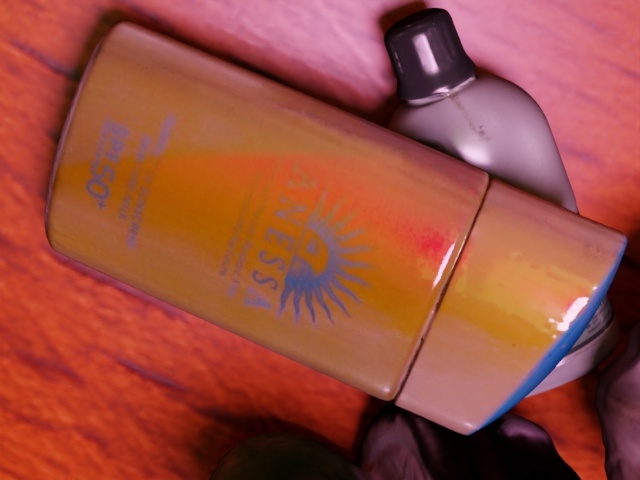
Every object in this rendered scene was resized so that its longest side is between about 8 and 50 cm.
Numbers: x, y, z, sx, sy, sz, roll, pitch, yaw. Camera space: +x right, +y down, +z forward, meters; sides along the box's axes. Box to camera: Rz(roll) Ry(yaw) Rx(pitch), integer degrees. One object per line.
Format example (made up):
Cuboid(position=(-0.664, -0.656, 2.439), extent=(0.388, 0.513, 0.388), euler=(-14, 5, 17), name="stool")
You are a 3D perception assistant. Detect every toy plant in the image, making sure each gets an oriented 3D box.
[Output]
Cuboid(position=(0.035, 0.179, 0.595), extent=(0.235, 0.218, 0.175), euler=(5, 99, -16), name="toy plant")

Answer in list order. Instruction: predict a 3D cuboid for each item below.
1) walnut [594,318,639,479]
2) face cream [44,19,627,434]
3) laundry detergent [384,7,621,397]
Cuboid(position=(0.259, 0.103, 0.584), extent=(0.224, 0.224, 0.224), euler=(-1, 110, -4), name="walnut")
Cuboid(position=(0.000, 0.000, 0.558), extent=(0.285, 0.067, 0.139), euler=(23, 114, 6), name="face cream")
Cuboid(position=(0.091, -0.021, 0.598), extent=(0.099, 0.070, 0.225), euler=(-21, 111, 10), name="laundry detergent")
